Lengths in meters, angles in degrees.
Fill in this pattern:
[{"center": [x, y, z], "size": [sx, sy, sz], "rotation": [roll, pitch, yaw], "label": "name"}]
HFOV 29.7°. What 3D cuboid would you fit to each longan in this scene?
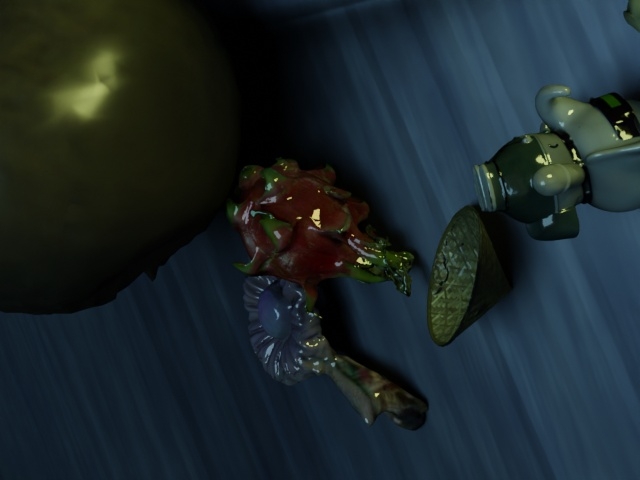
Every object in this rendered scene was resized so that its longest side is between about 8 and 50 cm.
[{"center": [-0.287, -0.112, 1.366], "size": [0.404, 0.436, 0.404], "rotation": [24, 155, 12], "label": "longan"}]

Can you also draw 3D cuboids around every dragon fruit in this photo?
[{"center": [-0.003, 0.003, 1.333], "size": [0.236, 0.135, 0.137], "rotation": [36, 127, 9], "label": "dragon fruit"}]

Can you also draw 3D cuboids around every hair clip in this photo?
[{"center": [-0.004, 0.128, 1.427], "size": [0.300, 0.069, 0.173], "rotation": [39, 133, 30], "label": "hair clip"}]

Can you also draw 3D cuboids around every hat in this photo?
[{"center": [0.163, 0.042, 1.218], "size": [0.146, 0.067, 0.146], "rotation": [-168, 90, -79], "label": "hat"}]

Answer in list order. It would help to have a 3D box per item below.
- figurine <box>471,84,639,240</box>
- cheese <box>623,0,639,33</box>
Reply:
[{"center": [0.226, -0.069, 1.017], "size": [0.147, 0.192, 0.126], "rotation": [97, 161, -84], "label": "figurine"}, {"center": [0.299, -0.133, 0.897], "size": [0.049, 0.235, 0.127], "rotation": [-40, 102, 10], "label": "cheese"}]
